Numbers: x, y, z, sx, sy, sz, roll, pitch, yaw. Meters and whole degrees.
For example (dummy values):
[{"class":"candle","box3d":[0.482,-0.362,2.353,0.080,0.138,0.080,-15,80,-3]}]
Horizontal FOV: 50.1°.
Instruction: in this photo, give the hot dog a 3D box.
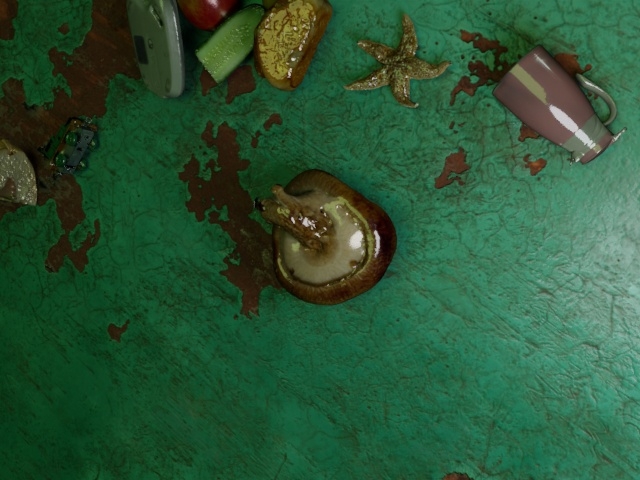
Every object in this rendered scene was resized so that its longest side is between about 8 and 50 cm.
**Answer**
[{"class":"hot dog","box3d":[-0.089,-0.527,1.772,0.153,0.150,0.257,29,105,10]}]

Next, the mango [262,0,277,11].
[{"class":"mango","box3d":[-0.109,-0.693,1.788,0.122,0.085,0.191,22,115,56]}]

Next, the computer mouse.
[{"class":"computer mouse","box3d":[-0.449,-0.565,1.928,0.197,0.095,0.331,24,129,36]}]

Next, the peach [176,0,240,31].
[{"class":"peach","box3d":[-0.303,-0.672,1.871,0.190,0.192,0.190,-22,48,26]}]

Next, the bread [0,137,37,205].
[{"class":"bread","box3d":[-1.057,-0.230,2.221,0.224,0.183,0.211,9,96,22]}]

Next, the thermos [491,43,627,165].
[{"class":"thermos","box3d":[0.530,-0.294,1.501,0.176,0.146,0.265,-44,82,-5]}]

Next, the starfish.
[{"class":"starfish","box3d":[0.188,-0.436,1.687,0.277,0.062,0.236,-8,89,27]}]

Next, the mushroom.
[{"class":"mushroom","box3d":[0.000,0.000,1.692,0.345,0.259,0.346,2,94,26]}]

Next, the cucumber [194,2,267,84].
[{"class":"cucumber","box3d":[-0.229,-0.549,1.862,0.244,0.063,0.115,-35,113,26]}]

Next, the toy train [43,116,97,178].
[{"class":"toy train","box3d":[-0.785,-0.300,2.140,0.136,0.091,0.228,42,109,28]}]
